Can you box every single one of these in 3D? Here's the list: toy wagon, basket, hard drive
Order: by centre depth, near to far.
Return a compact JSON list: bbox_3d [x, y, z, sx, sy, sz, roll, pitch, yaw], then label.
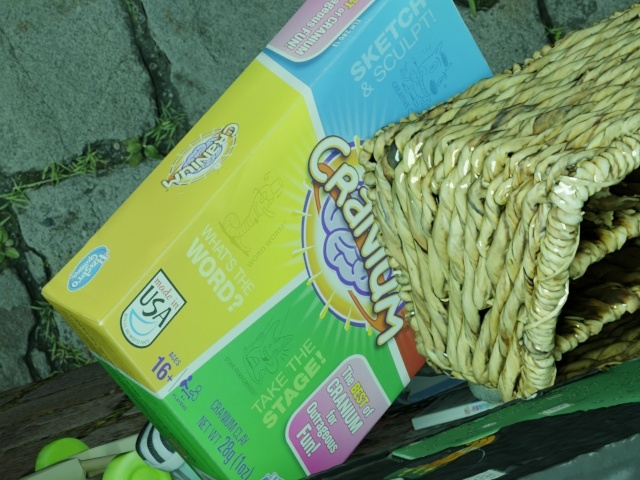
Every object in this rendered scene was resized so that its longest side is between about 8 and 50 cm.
[{"bbox_3d":[0.089,0.138,1.050,0.339,0.064,0.237,-20,3,-14],"label":"hard drive"},{"bbox_3d":[0.215,-0.015,1.249,0.299,0.213,0.223,-28,22,-27],"label":"basket"},{"bbox_3d":[-0.149,0.186,1.626,0.344,0.068,0.267,-20,3,-44],"label":"toy wagon"}]

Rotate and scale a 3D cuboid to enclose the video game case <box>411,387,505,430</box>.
[{"bbox_3d":[0.141,0.121,1.581,0.122,0.011,0.087,-17,2,22],"label":"video game case"}]

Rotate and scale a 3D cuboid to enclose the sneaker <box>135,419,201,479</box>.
[{"bbox_3d":[-0.065,0.122,1.502,0.083,0.098,0.223,-40,13,32],"label":"sneaker"}]

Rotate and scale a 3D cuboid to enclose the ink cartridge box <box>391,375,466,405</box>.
[{"bbox_3d":[0.041,0.065,1.904,0.270,0.151,0.395,-19,4,-34],"label":"ink cartridge box"}]

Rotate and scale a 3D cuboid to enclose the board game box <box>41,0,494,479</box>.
[{"bbox_3d":[0.000,0.000,1.295,0.064,0.242,0.316,23,66,45],"label":"board game box"}]

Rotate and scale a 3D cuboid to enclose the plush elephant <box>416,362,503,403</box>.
[{"bbox_3d":[0.107,-0.003,1.549,0.330,0.272,0.255,-50,2,-24],"label":"plush elephant"}]
